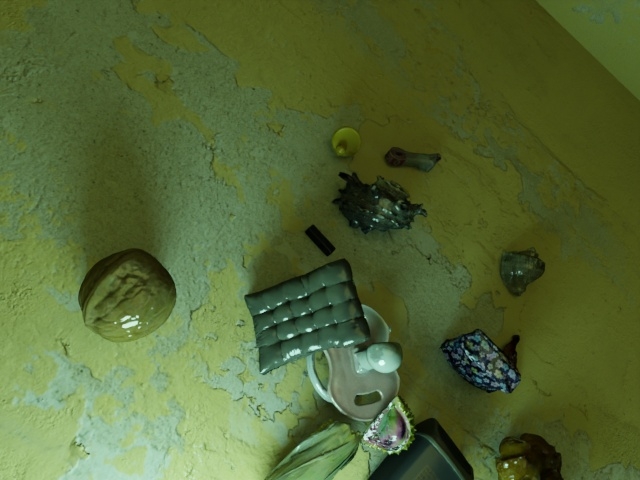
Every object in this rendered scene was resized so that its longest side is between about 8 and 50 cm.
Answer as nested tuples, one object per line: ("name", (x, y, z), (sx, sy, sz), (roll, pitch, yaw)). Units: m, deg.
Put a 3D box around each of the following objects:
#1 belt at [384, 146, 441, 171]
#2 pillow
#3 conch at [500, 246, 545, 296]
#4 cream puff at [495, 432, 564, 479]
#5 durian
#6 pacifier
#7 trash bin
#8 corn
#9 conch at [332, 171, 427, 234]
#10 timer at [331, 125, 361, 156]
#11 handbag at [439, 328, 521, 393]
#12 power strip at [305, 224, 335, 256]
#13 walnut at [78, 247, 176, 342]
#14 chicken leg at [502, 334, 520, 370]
("belt", (0.351, -0.304, 1.759), (0.232, 0.053, 0.071), (1, 62, -24))
("pillow", (-0.042, 0.206, 1.252), (0.326, 0.101, 0.228), (-21, 75, 16))
("conch", (0.754, 0.110, 1.763), (0.155, 0.130, 0.207), (24, 82, 24))
("cream puff", (0.635, 0.726, 1.421), (0.241, 0.155, 0.268), (16, 57, -23))
("durian", (0.208, 0.523, 1.270), (0.119, 0.186, 0.108), (25, 15, -47))
("pacifier", (0.120, 0.331, 1.312), (0.220, 0.273, 0.332), (19, 57, -59))
("trash bin", (0.268, 0.650, 1.271), (0.290, 0.182, 0.209), (-36, 88, -25))
("corn", (-0.023, 0.579, 1.195), (0.305, 0.122, 0.123), (-35, 67, -31))
("conch", (0.200, -0.138, 1.563), (0.313, 0.186, 0.240), (10, 37, -1))
("timer", (0.089, -0.342, 1.624), (0.107, 0.109, 0.107), (0, 105, 1))
("handbag", (0.498, 0.383, 1.464), (0.229, 0.208, 0.127), (45, 74, 5))
("power strip", (0.000, 0.000, 1.489), (0.111, 0.038, 0.029), (48, 58, -2))
("walnut", (-0.468, 0.135, 1.133), (0.228, 0.228, 0.227), (9, 67, -21))
("chicken leg", (0.657, 0.413, 1.611), (0.093, 0.053, 0.205), (34, 65, -35))
